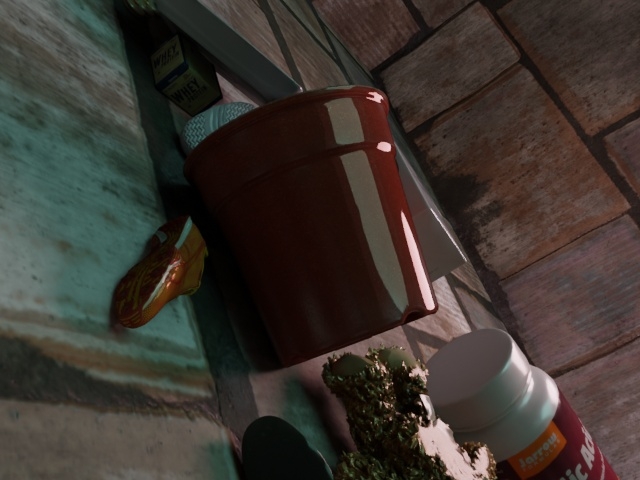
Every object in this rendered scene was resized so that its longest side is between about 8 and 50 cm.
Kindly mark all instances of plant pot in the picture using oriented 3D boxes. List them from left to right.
[{"bbox_3d":[0.004,-0.003,0.742,0.272,0.272,0.265,5,63,-68],"label":"plant pot"}]

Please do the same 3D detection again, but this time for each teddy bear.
[{"bbox_3d":[0.115,0.277,0.741,0.338,0.113,0.245,53,27,12],"label":"teddy bear"}]

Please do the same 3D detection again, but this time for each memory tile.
[{"bbox_3d":[-0.297,-0.406,0.973,0.113,0.012,0.148,54,18,-11],"label":"memory tile"}]

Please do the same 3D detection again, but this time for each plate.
[{"bbox_3d":[-0.147,-0.288,0.947,0.277,0.045,0.278,39,1,-5],"label":"plate"}]

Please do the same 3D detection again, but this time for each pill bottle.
[{"bbox_3d":[0.352,0.361,1.068,0.392,0.224,0.224,53,19,-13],"label":"pill bottle"}]

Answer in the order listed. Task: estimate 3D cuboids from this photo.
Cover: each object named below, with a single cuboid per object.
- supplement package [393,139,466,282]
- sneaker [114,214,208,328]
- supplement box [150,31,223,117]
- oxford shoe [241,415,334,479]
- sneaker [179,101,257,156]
[{"bbox_3d":[0.113,-0.044,0.991,0.134,0.139,0.244,49,15,-35],"label":"supplement package"},{"bbox_3d":[-0.142,0.034,0.587,0.067,0.064,0.175,62,19,-20],"label":"sneaker"},{"bbox_3d":[-0.198,-0.243,0.895,0.083,0.056,0.083,36,27,-50],"label":"supplement box"},{"bbox_3d":[-0.009,0.263,0.581,0.212,0.076,0.076,57,-12,4],"label":"oxford shoe"},{"bbox_3d":[-0.094,-0.130,0.917,0.268,0.153,0.101,-10,76,-32],"label":"sneaker"}]
